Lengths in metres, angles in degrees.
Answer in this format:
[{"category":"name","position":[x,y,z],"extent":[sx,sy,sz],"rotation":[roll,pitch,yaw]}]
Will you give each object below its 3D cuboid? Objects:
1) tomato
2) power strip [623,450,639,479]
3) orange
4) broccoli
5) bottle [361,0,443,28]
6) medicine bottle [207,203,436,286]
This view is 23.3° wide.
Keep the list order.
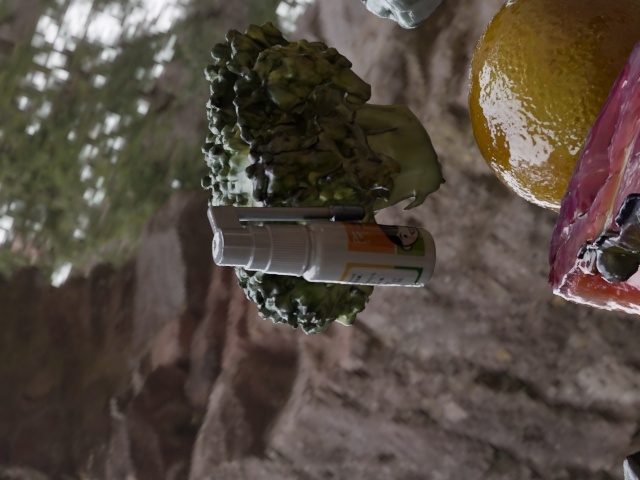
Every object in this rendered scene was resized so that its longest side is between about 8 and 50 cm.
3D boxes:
[{"category":"tomato","position":[0.302,-0.074,1.105],"extent":[0.176,0.335,0.290],"rotation":[22,-111,0]},{"category":"power strip","position":[0.329,0.295,1.407],"extent":[0.070,0.257,0.105],"rotation":[-19,-140,-3]},{"category":"orange","position":[0.246,-0.141,1.475],"extent":[0.236,0.236,0.236],"rotation":[16,-134,-17]},{"category":"broccoli","position":[-0.027,-0.076,1.723],"extent":[0.324,0.272,0.334],"rotation":[41,-168,-22]},{"category":"bottle","position":[0.114,-0.279,1.123],"extent":[0.083,0.083,0.270],"rotation":[35,-96,3]},{"category":"medicine bottle","position":[0.000,0.000,1.535],"extent":[0.220,0.061,0.092],"rotation":[3,-137,-22]}]
